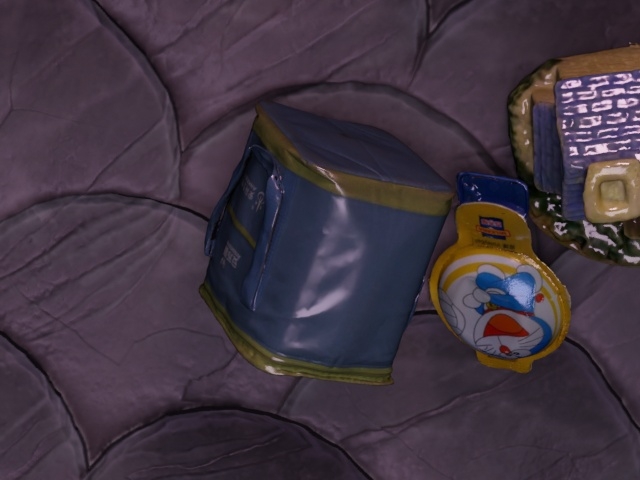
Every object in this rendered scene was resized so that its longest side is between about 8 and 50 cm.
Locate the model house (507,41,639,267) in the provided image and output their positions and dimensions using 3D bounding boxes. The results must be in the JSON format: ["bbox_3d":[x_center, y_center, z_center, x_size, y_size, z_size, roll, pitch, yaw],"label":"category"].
[{"bbox_3d":[0.373,-0.069,1.684,0.321,0.266,0.261,-5,105,4],"label":"model house"}]

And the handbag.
[{"bbox_3d":[0.000,0.000,1.721,0.222,0.263,0.241,10,108,-28],"label":"handbag"}]

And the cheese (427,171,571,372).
[{"bbox_3d":[0.201,0.040,1.799,0.177,0.069,0.270,10,126,26],"label":"cheese"}]
